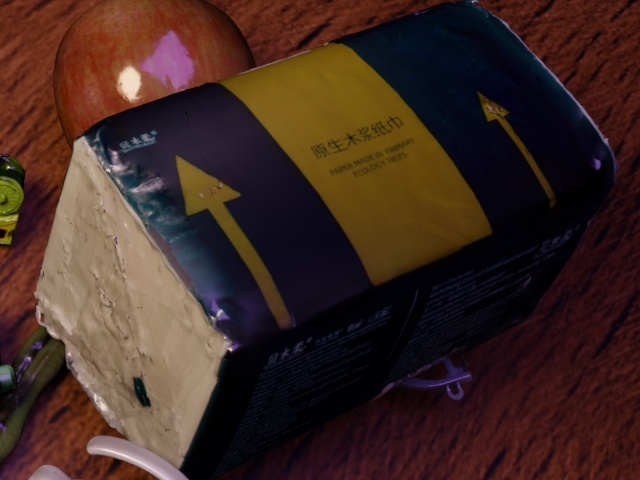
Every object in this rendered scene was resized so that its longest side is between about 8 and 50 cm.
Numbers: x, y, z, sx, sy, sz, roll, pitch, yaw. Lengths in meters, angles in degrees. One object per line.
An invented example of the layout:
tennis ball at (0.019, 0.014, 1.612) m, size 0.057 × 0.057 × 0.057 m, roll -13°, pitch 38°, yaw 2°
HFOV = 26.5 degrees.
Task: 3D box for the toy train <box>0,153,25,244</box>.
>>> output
toy train at (-0.379, -0.061, 1.174) m, size 0.250 × 0.085 × 0.053 m, roll 15°, pitch 32°, yaw -16°

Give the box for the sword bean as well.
sword bean at (-0.266, 0.164, 1.122) m, size 0.043 × 0.038 × 0.269 m, roll 14°, pitch 54°, yaw 15°

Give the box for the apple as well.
apple at (-0.148, -0.130, 1.244) m, size 0.188 × 0.188 × 0.173 m, roll -11°, pitch 76°, yaw -27°

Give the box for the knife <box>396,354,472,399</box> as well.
knife at (-0.004, 0.125, 1.234) m, size 0.278 × 0.053 × 0.123 m, roll -10°, pitch 48°, yaw -24°

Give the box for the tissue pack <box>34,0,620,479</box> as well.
tissue pack at (0.000, 0.000, 1.135) m, size 0.417 × 0.264 × 0.253 m, roll -25°, pitch 65°, yaw -32°

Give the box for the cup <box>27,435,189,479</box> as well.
cup at (-0.181, 0.242, 1.029) m, size 0.142 × 0.173 × 0.134 m, roll 41°, pitch 45°, yaw 5°

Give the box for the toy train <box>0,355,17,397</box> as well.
toy train at (-0.335, 0.110, 1.096) m, size 0.170 × 0.071 × 0.111 m, roll -11°, pitch 52°, yaw -18°
